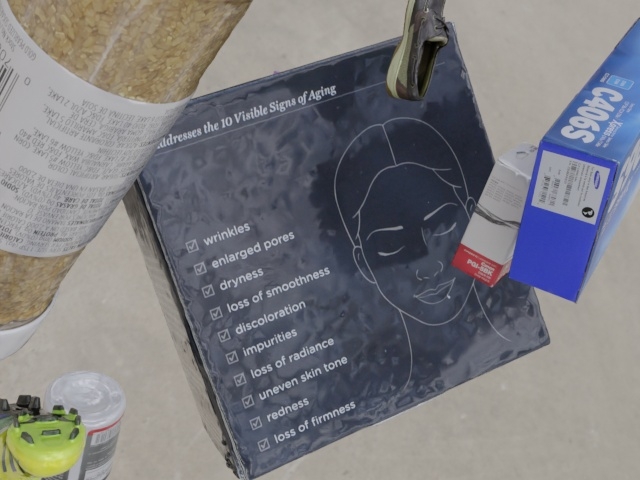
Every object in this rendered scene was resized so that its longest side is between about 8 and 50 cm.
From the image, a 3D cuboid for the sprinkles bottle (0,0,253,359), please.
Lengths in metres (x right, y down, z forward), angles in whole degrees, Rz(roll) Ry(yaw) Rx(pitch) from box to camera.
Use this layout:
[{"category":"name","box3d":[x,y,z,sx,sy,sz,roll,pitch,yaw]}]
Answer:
[{"category":"sprinkles bottle","box3d":[-0.166,-0.062,0.489,0.121,0.355,0.121,27,37,-23]}]

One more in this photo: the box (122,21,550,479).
[{"category":"box","box3d":[0.000,0.000,1.157,0.480,0.297,0.471,-20,98,-17]}]

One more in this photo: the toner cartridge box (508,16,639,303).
[{"category":"toner cartridge box","box3d":[0.308,-0.100,0.855,0.075,0.165,0.348,23,43,22]}]

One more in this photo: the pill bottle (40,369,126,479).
[{"category":"pill bottle","box3d":[-0.508,0.426,1.683,0.161,0.283,0.161,15,30,-8]}]

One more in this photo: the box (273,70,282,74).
[{"category":"box","box3d":[-0.033,-0.122,1.398,0.201,0.057,0.293,13,100,-36]}]

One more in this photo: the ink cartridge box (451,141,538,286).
[{"category":"ink cartridge box","box3d":[0.209,-0.030,0.891,0.056,0.135,0.099,31,33,21]}]

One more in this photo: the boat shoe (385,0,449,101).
[{"category":"boat shoe","box3d":[0.119,-0.227,0.892,0.049,0.152,0.056,26,18,34]}]

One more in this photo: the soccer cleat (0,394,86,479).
[{"category":"soccer cleat","box3d":[-0.365,0.269,1.018,0.093,0.289,0.121,3,87,-34]}]
